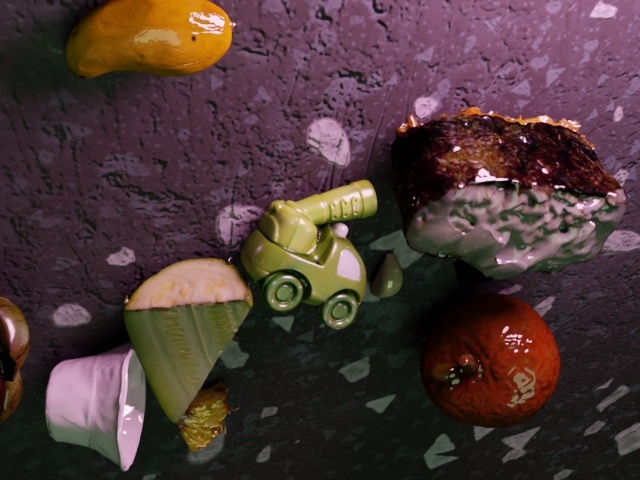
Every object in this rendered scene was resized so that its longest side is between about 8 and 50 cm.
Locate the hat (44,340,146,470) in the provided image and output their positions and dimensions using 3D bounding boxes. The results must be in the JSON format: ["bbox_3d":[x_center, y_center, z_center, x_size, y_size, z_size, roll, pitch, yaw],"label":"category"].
[{"bbox_3d":[-0.341,0.245,1.159,0.126,0.203,0.203,1,132,-5],"label":"hat"}]

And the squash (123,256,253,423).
[{"bbox_3d":[-0.171,0.156,1.182,0.203,0.111,0.288,-6,133,8],"label":"squash"}]

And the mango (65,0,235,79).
[{"bbox_3d":[-0.188,-0.227,0.849,0.190,0.075,0.098,-8,128,-9],"label":"mango"}]

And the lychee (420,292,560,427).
[{"bbox_3d":[0.301,0.218,1.363,0.300,0.255,0.255,-19,147,-57],"label":"lychee"}]

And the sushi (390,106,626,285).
[{"bbox_3d":[0.259,-0.063,1.121,0.348,0.207,0.234,7,139,-23],"label":"sushi"}]

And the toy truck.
[{"bbox_3d":[-0.018,0.010,1.108,0.187,0.148,0.210,2,109,-22],"label":"toy truck"}]

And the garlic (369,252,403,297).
[{"bbox_3d":[0.109,0.067,1.272,0.041,0.053,0.083,-7,139,-39],"label":"garlic"}]

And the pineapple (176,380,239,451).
[{"bbox_3d":[-0.216,0.299,1.339,0.116,0.069,0.137,23,109,-32],"label":"pineapple"}]

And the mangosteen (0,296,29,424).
[{"bbox_3d":[-0.512,0.184,0.935,0.300,0.300,0.300,-13,134,-13],"label":"mangosteen"}]
